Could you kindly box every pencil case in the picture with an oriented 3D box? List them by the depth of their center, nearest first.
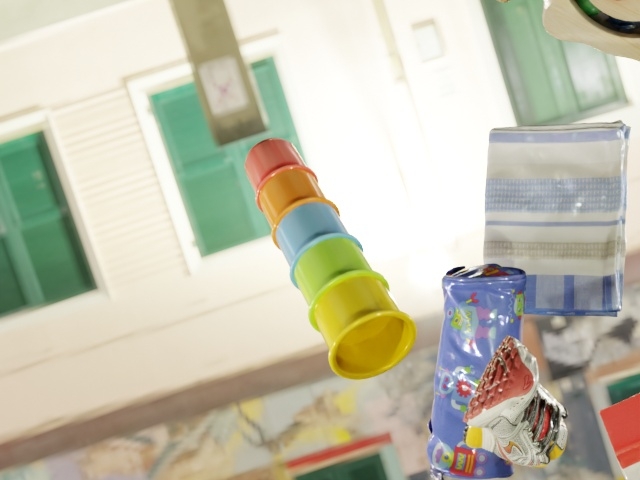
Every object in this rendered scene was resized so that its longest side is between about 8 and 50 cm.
[{"bbox_3d":[0.214,0.182,1.881,0.133,0.306,0.119,8,-171,32],"label":"pencil case"}]

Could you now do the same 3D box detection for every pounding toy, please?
[{"bbox_3d":[0.335,-0.312,1.542,0.269,0.154,0.155,21,-147,16],"label":"pounding toy"}]

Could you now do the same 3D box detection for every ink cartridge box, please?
[{"bbox_3d":[0.458,0.263,1.657,0.181,0.225,0.056,-25,-145,3],"label":"ink cartridge box"}]

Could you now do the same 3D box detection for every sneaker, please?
[{"bbox_3d":[0.188,0.154,1.244,0.092,0.088,0.225,25,167,15],"label":"sneaker"}]

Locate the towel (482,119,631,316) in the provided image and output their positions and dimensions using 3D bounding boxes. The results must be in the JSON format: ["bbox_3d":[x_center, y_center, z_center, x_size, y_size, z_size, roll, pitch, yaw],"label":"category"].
[{"bbox_3d":[0.335,-0.033,1.945,0.209,0.285,0.034,0,168,20],"label":"towel"}]

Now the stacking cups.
[{"bbox_3d":[0.000,0.000,1.436,0.096,0.096,0.316,-19,-132,-8],"label":"stacking cups"}]
